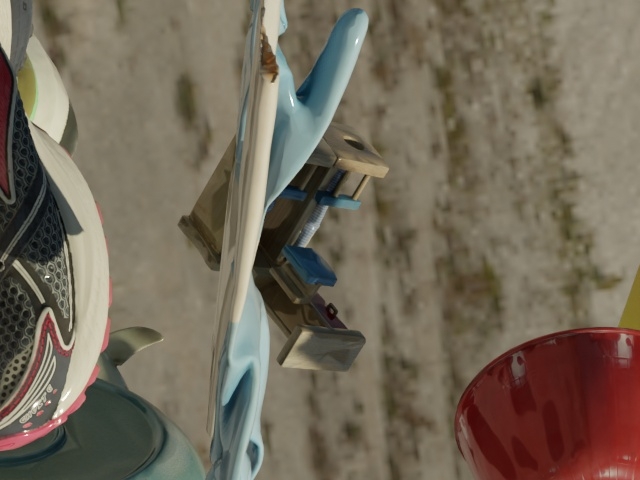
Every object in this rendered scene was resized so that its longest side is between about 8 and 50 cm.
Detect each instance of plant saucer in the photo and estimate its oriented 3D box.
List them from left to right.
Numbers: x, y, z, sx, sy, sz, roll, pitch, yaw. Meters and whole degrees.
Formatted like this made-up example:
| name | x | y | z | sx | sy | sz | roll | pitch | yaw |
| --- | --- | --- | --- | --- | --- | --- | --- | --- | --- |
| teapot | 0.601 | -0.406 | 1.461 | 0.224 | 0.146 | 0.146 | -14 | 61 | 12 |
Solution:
| name | x | y | z | sx | sy | sz | roll | pitch | yaw |
| --- | --- | --- | --- | --- | --- | --- | --- | --- | --- |
| plant saucer | -0.240 | 0.156 | 1.279 | 0.317 | 0.317 | 0.044 | -76 | 171 | -72 |

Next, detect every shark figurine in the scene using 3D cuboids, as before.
| name | x | y | z | sx | sy | sz | roll | pitch | yaw |
| --- | --- | --- | --- | --- | --- | --- | --- | --- | --- |
| shark figurine | -0.226 | 0.200 | 1.788 | 0.116 | 0.166 | 0.278 | 105 | -30 | -64 |

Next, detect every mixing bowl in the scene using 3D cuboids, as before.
| name | x | y | z | sx | sy | sz | roll | pitch | yaw |
| --- | --- | --- | --- | --- | --- | --- | --- | --- | --- |
| mixing bowl | 0.180 | 0.153 | 1.141 | 0.098 | 0.181 | 0.181 | -89 | 168 | -47 |

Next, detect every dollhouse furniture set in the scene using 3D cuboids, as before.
| name | x | y | z | sx | sy | sz | roll | pitch | yaw |
| --- | --- | --- | --- | --- | --- | --- | --- | --- | --- |
| dollhouse furniture set | 0.000 | 0.000 | 1.432 | 0.129 | 0.129 | 0.184 | 8 | 32 | -43 |

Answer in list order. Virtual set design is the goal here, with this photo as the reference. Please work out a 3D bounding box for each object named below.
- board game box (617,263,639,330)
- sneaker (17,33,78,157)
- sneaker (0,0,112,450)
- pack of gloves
| name | x | y | z | sx | sy | sz | roll | pitch | yaw |
| --- | --- | --- | --- | --- | --- | --- | --- | --- | --- |
| board game box | 0.363 | 0.110 | 1.478 | 0.064 | 0.242 | 0.316 | -7 | -123 | 63 |
| sneaker | -0.299 | -0.198 | 1.066 | 0.410 | 0.158 | 0.182 | 49 | -7 | 24 |
| sneaker | -0.187 | -0.046 | 0.808 | 0.112 | 0.121 | 0.299 | -2 | 76 | -73 |
| pack of gloves | -0.012 | -0.003 | 0.638 | 0.195 | 0.046 | 0.232 | -93 | -171 | -57 |
